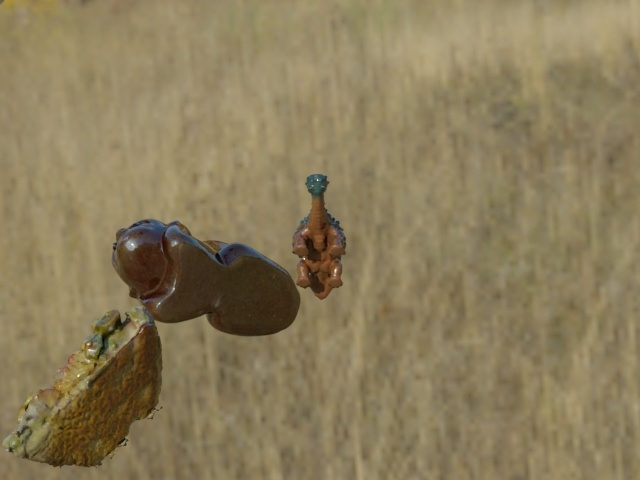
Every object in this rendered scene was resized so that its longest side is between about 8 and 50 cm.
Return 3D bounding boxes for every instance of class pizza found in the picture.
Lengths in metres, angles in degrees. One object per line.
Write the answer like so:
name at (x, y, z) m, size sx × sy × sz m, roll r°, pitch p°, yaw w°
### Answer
pizza at (-0.254, 0.172, 1.867) m, size 0.069 × 0.147 × 0.226 m, roll 26°, pitch 61°, yaw 33°

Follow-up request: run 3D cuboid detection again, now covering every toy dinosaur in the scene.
toy dinosaur at (0.000, 0.000, 1.539) m, size 0.049 × 0.154 × 0.055 m, roll 3°, pitch 45°, yaw 4°

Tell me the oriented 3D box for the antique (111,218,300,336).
antique at (-0.160, 0.042, 2.224) m, size 0.257 × 0.121 × 0.143 m, roll 13°, pitch 10°, yaw -41°

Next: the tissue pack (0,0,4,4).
tissue pack at (-0.355, -0.386, 1.862) m, size 0.125 × 0.234 × 0.159 m, roll 27°, pitch 49°, yaw 5°
